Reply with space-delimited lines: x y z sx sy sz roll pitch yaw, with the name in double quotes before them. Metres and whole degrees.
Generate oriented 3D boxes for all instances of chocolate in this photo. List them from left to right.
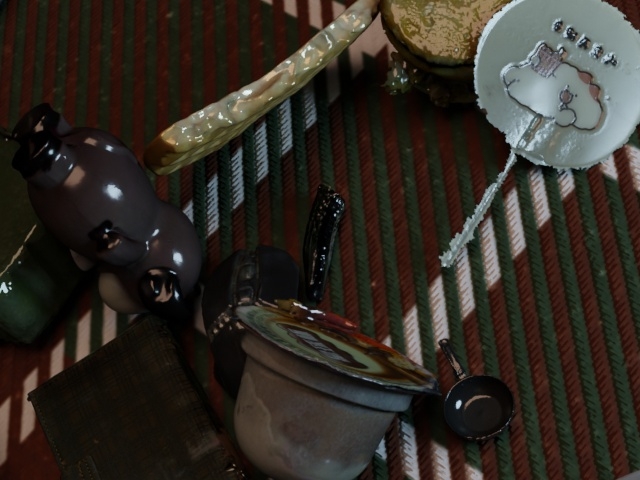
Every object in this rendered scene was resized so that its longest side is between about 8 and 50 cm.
"chocolate" -0.003 0.155 1.360 0.221 0.221 0.147 25 104 30

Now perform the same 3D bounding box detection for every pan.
"pan" 0.142 0.142 1.388 0.068 0.023 0.115 -26 56 1

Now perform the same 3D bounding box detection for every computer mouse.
"computer mouse" -0.068 0.080 1.477 0.106 0.062 0.192 -13 56 10

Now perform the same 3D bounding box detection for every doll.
"doll" -0.209 -0.021 1.482 0.117 0.257 0.182 -29 34 11

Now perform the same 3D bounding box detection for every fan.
"fan" 0.211 -0.109 1.493 0.191 0.009 0.329 32 82 -6

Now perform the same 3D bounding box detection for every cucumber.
"cucumber" -0.002 0.000 1.526 0.034 0.033 0.135 3 58 24

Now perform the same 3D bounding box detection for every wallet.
"wallet" -0.168 0.212 1.408 0.169 0.044 0.317 -35 44 -1

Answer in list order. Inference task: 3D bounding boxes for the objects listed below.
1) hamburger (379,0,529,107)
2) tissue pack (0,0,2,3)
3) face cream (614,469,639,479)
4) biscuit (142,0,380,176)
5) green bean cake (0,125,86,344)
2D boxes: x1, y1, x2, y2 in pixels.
"hamburger" 0.140 -0.216 1.568 0.185 0.131 0.159 -37 69 -8
"tissue pack" -0.573 -0.407 1.931 0.394 0.124 0.288 13 62 25
"face cream" 0.314 0.320 1.184 0.144 0.071 0.291 -24 53 4
"biscuit" -0.073 -0.150 1.563 0.309 0.204 0.040 -38 93 -27
"green bean cake" -0.359 -0.012 1.599 0.227 0.125 0.222 18 67 30
